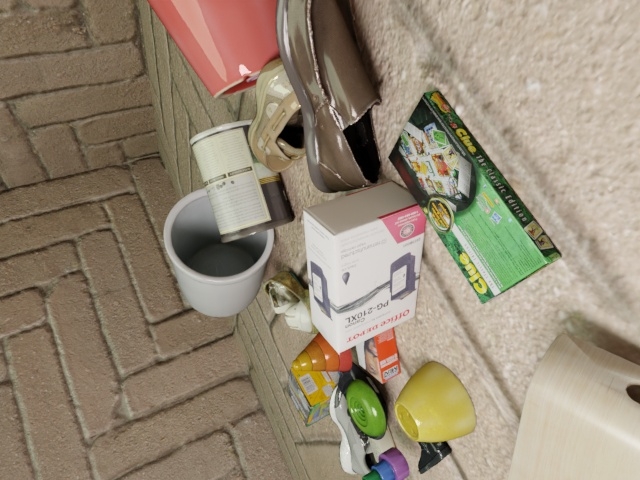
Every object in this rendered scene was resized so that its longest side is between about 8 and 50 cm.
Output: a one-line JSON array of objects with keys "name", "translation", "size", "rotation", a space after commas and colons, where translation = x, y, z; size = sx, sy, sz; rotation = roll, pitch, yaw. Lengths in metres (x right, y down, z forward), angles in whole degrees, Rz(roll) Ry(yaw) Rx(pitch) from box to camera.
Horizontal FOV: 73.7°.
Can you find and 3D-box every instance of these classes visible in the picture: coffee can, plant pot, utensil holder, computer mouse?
[{"name": "coffee can", "translation": [-0.205, -0.154, 1.131], "size": [0.201, 0.201, 0.276], "rotation": [-3, 105, 66]}, {"name": "plant pot", "translation": [-0.164, -0.417, 0.793], "size": [0.275, 0.274, 0.243], "rotation": [10, 126, 64]}, {"name": "plant pot", "translation": [0.187, 0.295, 0.748], "size": [0.134, 0.095, 0.134], "rotation": [48, 149, 43]}, {"name": "utensil holder", "translation": [-0.335, 0.058, 1.447], "size": [0.328, 0.327, 0.385], "rotation": [62, 158, 19]}, {"name": "computer mouse", "translation": [0.102, 0.323, 1.022], "size": [0.262, 0.060, 0.184], "rotation": [51, 134, 34]}]

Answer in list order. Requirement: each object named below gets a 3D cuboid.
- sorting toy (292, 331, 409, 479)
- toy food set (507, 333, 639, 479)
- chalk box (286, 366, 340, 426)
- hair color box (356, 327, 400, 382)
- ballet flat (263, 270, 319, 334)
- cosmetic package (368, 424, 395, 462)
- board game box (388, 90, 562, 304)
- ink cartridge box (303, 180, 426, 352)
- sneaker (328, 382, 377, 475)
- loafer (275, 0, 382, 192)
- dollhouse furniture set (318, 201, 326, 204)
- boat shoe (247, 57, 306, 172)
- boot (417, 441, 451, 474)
[{"name": "sorting toy", "translation": [0.047, 0.366, 0.938], "size": [0.366, 0.126, 0.127], "rotation": [60, 149, 25]}, {"name": "toy food set", "translation": [0.329, 0.269, 0.450], "size": [0.219, 0.092, 0.306], "rotation": [26, 133, 43]}, {"name": "chalk box", "translation": [-0.012, 0.448, 1.268], "size": [0.132, 0.132, 0.213], "rotation": [55, 153, 31]}, {"name": "hair color box", "translation": [0.111, 0.200, 0.896], "size": [0.093, 0.053, 0.167], "rotation": [22, 129, 61]}, {"name": "ballet flat", "translation": [-0.066, 0.187, 1.200], "size": [0.348, 0.123, 0.123], "rotation": [32, 136, 55]}, {"name": "cosmetic package", "translation": [0.150, 0.495, 1.054], "size": [0.060, 0.041, 0.115], "rotation": [-9, 99, 67]}, {"name": "board game box", "translation": [0.185, -0.055, 0.566], "size": [0.260, 0.030, 0.136], "rotation": [62, 153, 19]}, {"name": "ink cartridge box", "translation": [0.073, 0.045, 0.708], "size": [0.100, 0.171, 0.237], "rotation": [43, 145, 47]}, {"name": "sneaker", "translation": [0.098, 0.488, 1.123], "size": [0.107, 0.100, 0.272], "rotation": [-7, 99, 42]}, {"name": "loafer", "translation": [0.039, -0.238, 0.658], "size": [0.130, 0.134, 0.366], "rotation": [16, 136, 34]}, {"name": "dollhouse furniture set", "translation": [0.000, 0.000, 0.895], "size": [0.151, 0.123, 0.144], "rotation": [40, 142, 50]}, {"name": "boat shoe", "translation": [-0.072, -0.211, 0.861], "size": [0.110, 0.121, 0.341], "rotation": [62, 167, 12]}, {"name": "boot", "translation": [0.204, 0.402, 0.859], "size": [0.099, 0.045, 0.121], "rotation": [52, 144, 32]}]
